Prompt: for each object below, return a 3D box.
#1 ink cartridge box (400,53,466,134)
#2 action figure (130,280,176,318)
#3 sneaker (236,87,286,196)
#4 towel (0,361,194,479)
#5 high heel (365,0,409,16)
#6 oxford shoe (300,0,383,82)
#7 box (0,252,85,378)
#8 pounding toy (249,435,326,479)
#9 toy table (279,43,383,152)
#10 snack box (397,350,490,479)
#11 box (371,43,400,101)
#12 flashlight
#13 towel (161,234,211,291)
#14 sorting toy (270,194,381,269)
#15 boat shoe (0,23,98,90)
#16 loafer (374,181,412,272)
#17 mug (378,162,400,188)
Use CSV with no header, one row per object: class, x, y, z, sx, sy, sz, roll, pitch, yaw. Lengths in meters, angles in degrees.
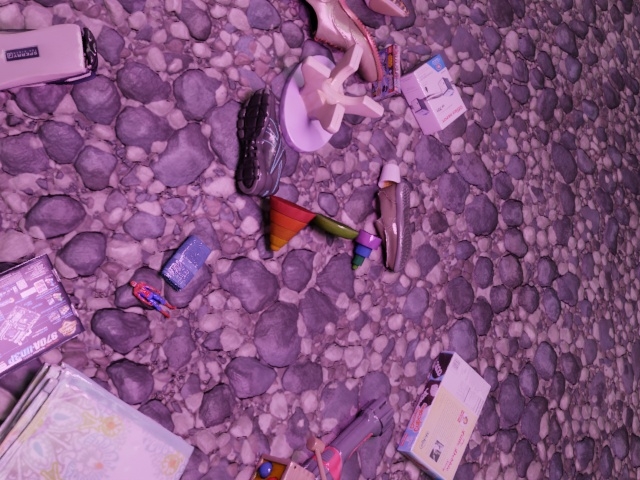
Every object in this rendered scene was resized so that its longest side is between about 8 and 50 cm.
ink cartridge box,0.330,-0.431,2.053,0.140,0.082,0.190,-40,107,-33
action figure,-0.364,0.123,1.499,0.115,0.030,0.038,41,67,-24
sneaker,-0.139,-0.234,1.684,0.106,0.101,0.267,10,84,-49
towel,-0.465,0.455,1.347,0.374,0.090,0.320,42,65,-25
high heel,0.164,-0.756,1.958,0.261,0.093,0.186,22,78,-24
oxford shoe,0.044,-0.556,1.857,0.130,0.123,0.348,-38,110,-6
box,-0.579,0.146,1.302,0.220,0.051,0.175,-33,104,-43
pounding toy,-0.069,0.530,1.570,0.094,0.181,0.206,39,63,-26
toy table,0.019,-0.364,1.764,0.252,0.161,0.274,16,74,-35
snack box,0.355,0.499,1.967,0.187,0.060,0.321,44,61,-24
box,0.182,-0.467,1.939,0.027,0.094,0.136,5,82,-36
flashlight,0.069,0.520,1.733,0.304,0.103,0.103,-33,89,-39
towel,-0.302,0.049,1.553,0.067,0.029,0.119,48,60,-22
sorting toy,0.000,0.000,1.750,0.366,0.127,0.126,20,97,-40
boat shoe,-0.596,-0.338,1.338,0.341,0.158,0.127,-5,92,-9
loafer,0.199,-0.036,1.915,0.094,0.088,0.251,-10,102,-63
mug,0.194,-0.178,1.944,0.062,0.078,0.064,9,67,-3
